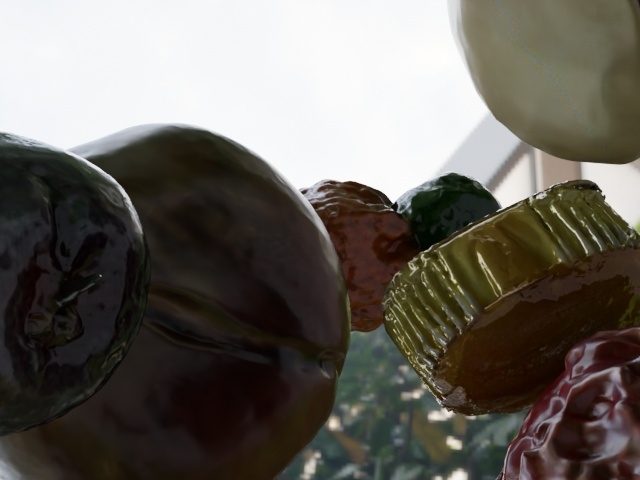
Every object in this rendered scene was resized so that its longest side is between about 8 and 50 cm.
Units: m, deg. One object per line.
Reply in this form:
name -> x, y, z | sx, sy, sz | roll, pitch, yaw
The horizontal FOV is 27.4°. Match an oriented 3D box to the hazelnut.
hazelnut -> -0.149, 0.082, 1.098 | 0.372, 0.315, 0.372 | -28, -56, -54

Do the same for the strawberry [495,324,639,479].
strawberry -> 0.234, 0.214, 0.871 | 0.317, 0.345, 0.295 | -16, -109, -29

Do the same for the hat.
hat -> 0.000, 0.000, 1.528 | 0.400, 0.285, 0.285 | -28, -64, -8

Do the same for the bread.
bread -> 0.149, 0.047, 0.942 | 0.190, 0.114, 0.132 | -31, -39, -2

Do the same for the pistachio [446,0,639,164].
pistachio -> 0.168, -0.176, 0.800 | 0.187, 0.187, 0.299 | -58, -31, -34

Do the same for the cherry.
cherry -> -0.199, 0.019, 0.767 | 0.195, 0.195, 0.195 | 2, -93, -50
